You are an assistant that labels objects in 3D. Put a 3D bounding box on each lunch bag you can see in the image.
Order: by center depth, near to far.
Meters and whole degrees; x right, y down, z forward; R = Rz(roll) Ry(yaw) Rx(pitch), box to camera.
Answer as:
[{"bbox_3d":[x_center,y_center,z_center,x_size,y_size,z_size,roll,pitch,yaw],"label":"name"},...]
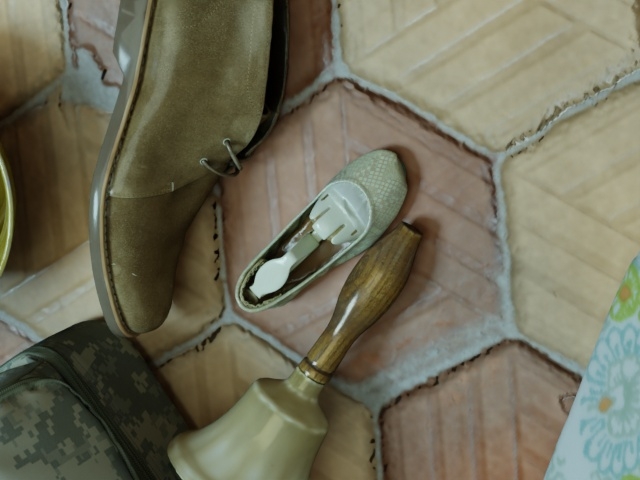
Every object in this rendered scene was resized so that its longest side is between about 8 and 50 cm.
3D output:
[{"bbox_3d":[-0.206,0.244,1.199,0.212,0.256,0.305,-33,90,27],"label":"lunch bag"}]

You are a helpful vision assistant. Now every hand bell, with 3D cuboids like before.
[{"bbox_3d":[0.000,0.089,1.171,0.126,0.126,0.242,35,103,11],"label":"hand bell"}]

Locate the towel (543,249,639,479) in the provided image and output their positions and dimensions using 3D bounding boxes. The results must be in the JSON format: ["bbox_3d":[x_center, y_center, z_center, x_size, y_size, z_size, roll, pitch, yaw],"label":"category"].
[{"bbox_3d":[0.242,0.214,0.992,0.090,0.320,0.374,10,111,-20],"label":"towel"}]

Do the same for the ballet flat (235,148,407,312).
[{"bbox_3d":[0.000,0.000,1.162,0.057,0.052,0.168,47,116,5],"label":"ballet flat"}]

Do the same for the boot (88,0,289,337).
[{"bbox_3d":[-0.097,-0.064,1.164,0.115,0.112,0.305,13,106,9],"label":"boot"}]

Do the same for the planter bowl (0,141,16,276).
[{"bbox_3d":[-0.314,-0.043,1.264,0.217,0.090,0.217,6,105,22],"label":"planter bowl"}]
